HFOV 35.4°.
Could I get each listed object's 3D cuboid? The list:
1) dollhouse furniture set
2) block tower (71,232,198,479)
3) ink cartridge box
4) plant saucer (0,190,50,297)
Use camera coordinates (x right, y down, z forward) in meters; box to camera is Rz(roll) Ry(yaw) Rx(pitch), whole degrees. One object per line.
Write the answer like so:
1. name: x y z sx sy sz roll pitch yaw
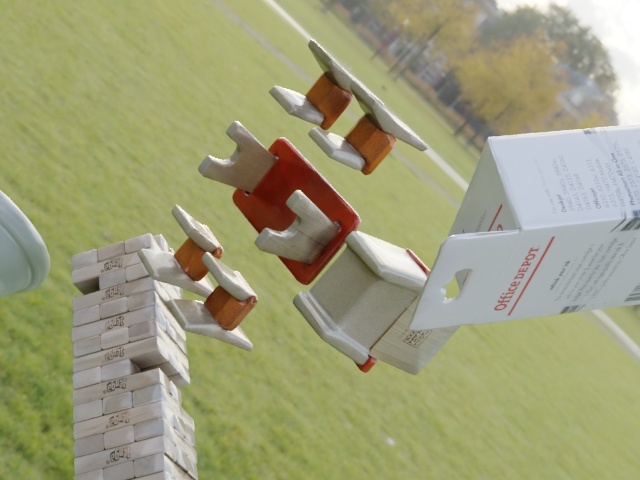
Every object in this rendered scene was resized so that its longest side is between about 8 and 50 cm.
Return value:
1. dollhouse furniture set: 0.000 0.000 0.903 0.135 0.262 0.259 29 16 -47
2. block tower: -0.180 0.150 0.970 0.091 0.097 0.336 63 13 -56
3. ink cartridge box: 0.135 -0.008 0.543 0.104 0.180 0.060 102 -21 -58
4. plant saucer: -0.490 -0.025 1.062 0.400 0.101 0.400 20 -26 10
